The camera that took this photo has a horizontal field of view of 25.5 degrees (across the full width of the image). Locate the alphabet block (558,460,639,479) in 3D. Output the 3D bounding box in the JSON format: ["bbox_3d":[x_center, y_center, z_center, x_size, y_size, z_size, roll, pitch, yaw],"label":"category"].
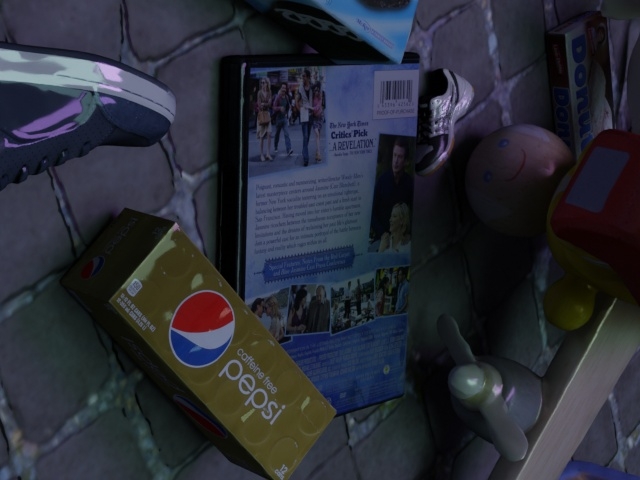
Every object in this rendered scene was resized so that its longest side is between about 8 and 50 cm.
[{"bbox_3d":[0.232,0.311,1.163,0.192,0.193,0.197,-6,103,-47],"label":"alphabet block"}]

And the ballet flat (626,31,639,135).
[{"bbox_3d":[0.342,-0.188,1.262,0.124,0.116,0.342,25,83,-29],"label":"ballet flat"}]

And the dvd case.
[{"bbox_3d":[0.000,0.000,0.954,0.180,0.022,0.253,-9,106,-47],"label":"dvd case"}]

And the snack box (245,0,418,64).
[{"bbox_3d":[-0.041,-0.251,0.807,0.322,0.060,0.187,28,74,-46],"label":"snack box"}]

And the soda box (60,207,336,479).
[{"bbox_3d":[-0.068,0.065,0.841,0.061,0.058,0.181,-51,127,-19],"label":"soda box"}]

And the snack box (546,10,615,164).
[{"bbox_3d":[0.222,-0.098,1.189,0.064,0.022,0.178,-31,121,-40],"label":"snack box"}]

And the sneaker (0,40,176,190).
[{"bbox_3d":[-0.172,-0.018,0.692,0.226,0.086,0.163,5,87,-43],"label":"sneaker"}]

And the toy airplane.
[{"bbox_3d":[0.240,-0.004,1.070,0.386,0.272,0.384,-48,159,-42],"label":"toy airplane"}]

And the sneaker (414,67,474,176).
[{"bbox_3d":[0.080,-0.087,1.026,0.037,0.032,0.083,36,66,-33],"label":"sneaker"}]
